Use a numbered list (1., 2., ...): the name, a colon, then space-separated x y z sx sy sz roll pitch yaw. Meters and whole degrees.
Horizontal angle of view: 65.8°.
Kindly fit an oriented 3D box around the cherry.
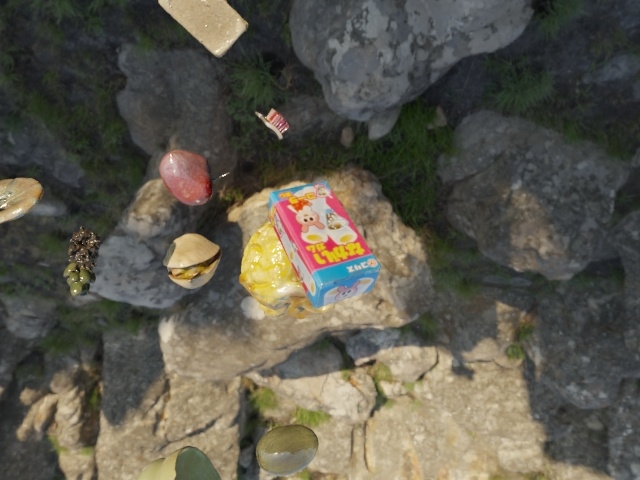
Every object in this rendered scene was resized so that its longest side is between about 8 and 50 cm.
1. cherry: -0.263 -0.128 0.978 0.087 0.106 0.126 -24 130 30

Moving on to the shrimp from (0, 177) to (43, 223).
1. shrimp: -0.798 -0.088 1.222 0.255 0.145 0.059 -5 145 10

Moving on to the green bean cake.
1. green bean cake: -0.264 -0.517 1.125 0.179 0.085 0.109 38 103 -27

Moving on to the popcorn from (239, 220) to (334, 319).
1. popcorn: -0.103 0.105 1.826 0.344 0.389 0.354 -28 172 25

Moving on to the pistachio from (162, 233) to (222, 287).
1. pistachio: -0.472 0.079 1.841 0.214 0.193 0.318 -19 -162 -7

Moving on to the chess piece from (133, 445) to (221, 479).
1. chess piece: -0.435 0.631 1.050 0.442 0.234 0.234 -25 151 4

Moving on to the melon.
1. melon: -0.067 0.427 1.011 0.131 0.098 0.098 -6 160 -19

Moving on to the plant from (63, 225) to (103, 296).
1. plant: -0.565 0.054 1.171 0.087 0.174 0.085 -10 157 16

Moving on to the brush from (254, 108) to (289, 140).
1. brush: -0.134 -0.328 1.339 0.060 0.050 0.321 42 -175 -22

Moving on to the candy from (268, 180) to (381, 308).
1. candy: 0.000 0.001 1.181 0.157 0.305 0.100 -15 143 -23
